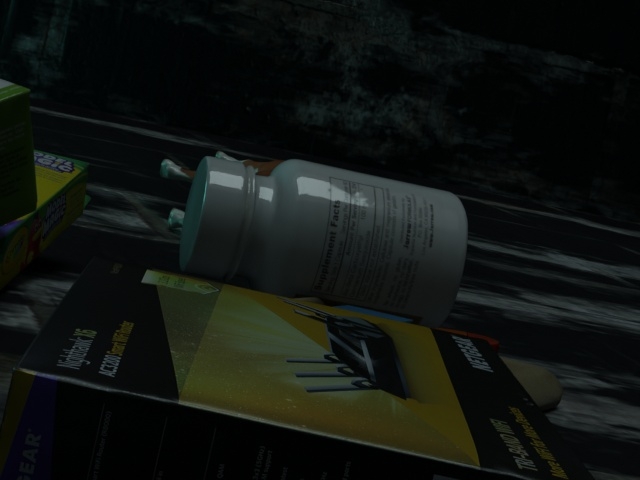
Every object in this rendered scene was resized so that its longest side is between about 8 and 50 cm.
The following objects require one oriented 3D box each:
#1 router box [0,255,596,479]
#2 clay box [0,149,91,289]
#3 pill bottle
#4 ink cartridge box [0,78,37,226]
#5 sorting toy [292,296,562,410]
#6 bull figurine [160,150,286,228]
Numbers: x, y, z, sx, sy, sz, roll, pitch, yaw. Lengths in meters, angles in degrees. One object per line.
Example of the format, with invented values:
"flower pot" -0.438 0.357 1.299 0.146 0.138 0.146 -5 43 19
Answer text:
"router box" -0.018 0.090 0.724 0.242 0.081 0.309 12 7 -5
"clay box" -0.269 -0.032 1.150 0.127 0.053 0.222 14 22 5
"pill bottle" 0.000 0.000 1.270 0.229 0.131 0.131 12 7 -14
"ink cartridge box" -0.352 -0.068 1.009 0.255 0.097 0.188 22 33 32
"sorting toy" 0.024 0.080 1.049 0.229 0.041 0.307 17 8 27
"bull figurine" -0.054 -0.042 1.643 0.188 0.101 0.310 11 4 14
